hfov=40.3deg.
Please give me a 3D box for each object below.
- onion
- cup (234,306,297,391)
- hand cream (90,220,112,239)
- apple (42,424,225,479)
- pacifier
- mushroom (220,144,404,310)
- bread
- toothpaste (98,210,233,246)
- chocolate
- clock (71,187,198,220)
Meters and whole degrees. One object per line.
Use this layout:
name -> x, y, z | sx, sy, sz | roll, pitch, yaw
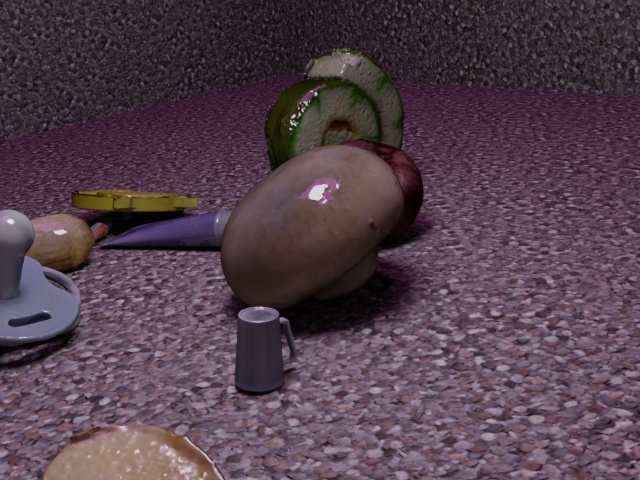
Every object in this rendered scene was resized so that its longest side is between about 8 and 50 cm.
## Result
onion -> 0.094, -0.097, 1.875 | 0.252, 0.219, 0.252 | 6, 60, -11
cup -> -0.079, 0.160, 1.308 | 0.104, 0.116, 0.074 | -10, 20, -34
hand cream -> -0.548, 0.005, 2.019 | 0.052, 0.038, 0.216 | -23, 15, 31
apple -> -0.203, 0.326, 0.788 | 0.251, 0.163, 0.293 | 25, 47, 39
pacifier -> -0.541, 0.051, 1.531 | 0.244, 0.233, 0.299 | -18, 42, -43
mushroom -> 0.000, 0.000, 1.573 | 0.362, 0.294, 0.362 | -34, 15, 10
bread -> 0.040, -0.271, 2.103 | 0.366, 0.381, 0.129 | -5, 11, -39
toothpaste -> -0.322, -0.023, 1.969 | 0.371, 0.079, 0.125 | -2, 19, 26
chocolate -> -0.636, 0.020, 1.853 | 0.309, 0.134, 0.134 | -14, 21, -25
clock -> -0.474, -0.086, 2.171 | 0.277, 0.071, 0.293 | -1, 8, -35
